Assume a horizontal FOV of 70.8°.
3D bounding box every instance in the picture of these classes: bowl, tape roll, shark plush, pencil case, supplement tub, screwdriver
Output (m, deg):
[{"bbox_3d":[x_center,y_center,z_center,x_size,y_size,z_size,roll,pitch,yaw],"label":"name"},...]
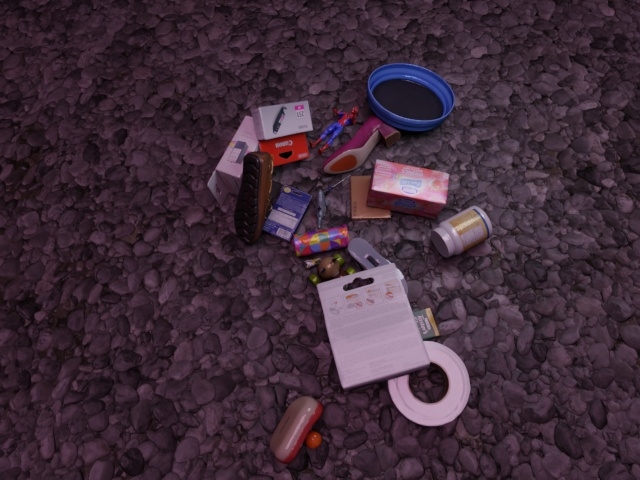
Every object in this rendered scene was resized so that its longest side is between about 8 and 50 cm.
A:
[{"bbox_3d":[0.393,-0.633,1.991,0.390,0.077,0.392,4,56,-6],"label":"bowl"},{"bbox_3d":[0.374,0.503,1.591,0.285,0.100,0.287,-1,69,4],"label":"tape roll"},{"bbox_3d":[-0.010,-0.128,1.875,0.073,0.067,0.161,14,70,9],"label":"shark plush"},{"bbox_3d":[0.000,0.000,1.811,0.236,0.104,0.105,-9,69,0],"label":"pencil case"},{"bbox_3d":[0.550,-0.031,1.761,0.199,0.144,0.144,-27,70,-7],"label":"supplement tub"},{"bbox_3d":[0.061,-0.239,1.943,0.169,0.024,0.025,-38,42,-17],"label":"screwdriver"}]

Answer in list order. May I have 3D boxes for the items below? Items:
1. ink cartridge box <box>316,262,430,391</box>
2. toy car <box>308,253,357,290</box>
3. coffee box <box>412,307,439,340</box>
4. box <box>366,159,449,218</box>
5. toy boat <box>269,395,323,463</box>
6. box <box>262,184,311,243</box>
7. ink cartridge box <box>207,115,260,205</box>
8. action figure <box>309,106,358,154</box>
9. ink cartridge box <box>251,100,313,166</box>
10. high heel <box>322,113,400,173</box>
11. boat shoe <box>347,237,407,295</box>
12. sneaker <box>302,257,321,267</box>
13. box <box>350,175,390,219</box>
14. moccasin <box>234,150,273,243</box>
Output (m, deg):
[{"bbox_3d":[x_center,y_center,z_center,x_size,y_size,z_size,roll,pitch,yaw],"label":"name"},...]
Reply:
[{"bbox_3d":[0.177,0.302,1.597,0.307,0.091,0.385,-16,63,1],"label":"ink cartridge box"},{"bbox_3d":[0.046,0.119,1.711,0.155,0.188,0.149,-40,72,-11],"label":"toy car"},{"bbox_3d":[0.341,0.329,1.690,0.184,0.040,0.113,-13,68,-1],"label":"coffee box"},{"bbox_3d":[0.350,-0.206,1.822,0.299,0.154,0.142,12,69,1],"label":"box"},{"bbox_3d":[-0.059,0.662,1.553,0.151,0.151,0.231,37,74,-16],"label":"toy boat"},{"bbox_3d":[-0.140,-0.113,1.894,0.136,0.036,0.225,23,74,12],"label":"box"},{"bbox_3d":[-0.320,-0.314,1.892,0.119,0.207,0.354,20,72,13],"label":"ink cartridge box"},{"bbox_3d":[0.072,-0.518,1.989,0.091,0.139,0.280,41,74,16],"label":"action figure"},{"bbox_3d":[-0.144,-0.443,1.872,0.275,0.060,0.239,-24,109,-41],"label":"ink cartridge box"},{"bbox_3d":[0.151,-0.426,1.974,0.377,0.127,0.181,-26,53,-8],"label":"high heel"},{"bbox_3d":[0.219,0.124,1.745,0.113,0.105,0.306,-44,68,-9],"label":"boat shoe"},{"bbox_3d":[-0.031,0.090,1.814,0.083,0.035,0.031,-12,88,21],"label":"sneaker"},{"bbox_3d":[0.211,-0.182,1.907,0.164,0.021,0.202,-1,68,3],"label":"box"},{"bbox_3d":[-0.261,-0.169,1.812,0.139,0.147,0.381,13,107,27],"label":"moccasin"}]
